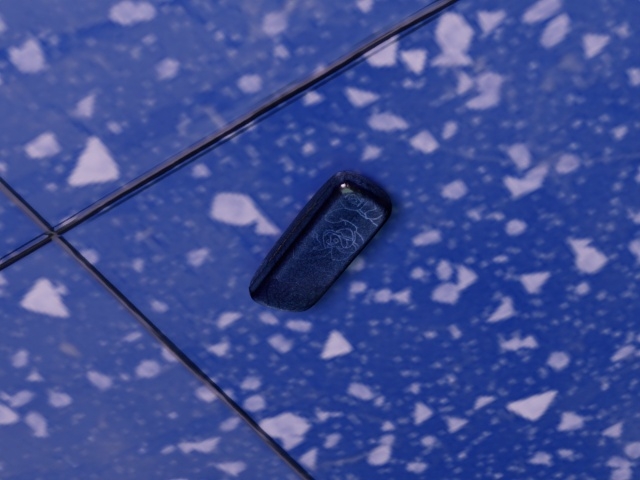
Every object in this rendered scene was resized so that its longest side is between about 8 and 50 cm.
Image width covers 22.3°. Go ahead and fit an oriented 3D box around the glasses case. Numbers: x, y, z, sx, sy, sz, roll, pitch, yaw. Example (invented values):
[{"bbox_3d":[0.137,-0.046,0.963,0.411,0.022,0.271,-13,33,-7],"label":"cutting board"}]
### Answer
[{"bbox_3d":[0.000,0.000,0.751,0.033,0.023,0.083,21,127,-28],"label":"glasses case"}]
